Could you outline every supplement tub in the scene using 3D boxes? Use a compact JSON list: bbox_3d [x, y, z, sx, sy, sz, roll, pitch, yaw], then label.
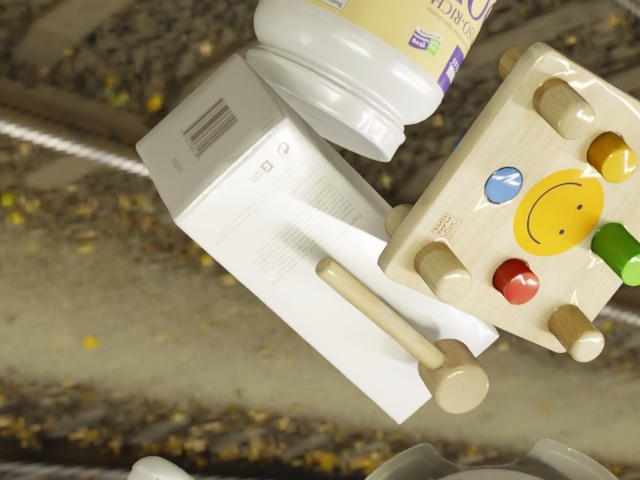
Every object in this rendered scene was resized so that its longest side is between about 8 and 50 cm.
[{"bbox_3d":[0.071,-0.284,1.783,0.241,0.331,0.241,28,176,2],"label":"supplement tub"}]

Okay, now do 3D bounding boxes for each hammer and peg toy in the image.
[{"bbox_3d":[0.179,0.011,1.433,0.266,0.127,0.361,25,109,-35],"label":"hammer and peg toy"}]

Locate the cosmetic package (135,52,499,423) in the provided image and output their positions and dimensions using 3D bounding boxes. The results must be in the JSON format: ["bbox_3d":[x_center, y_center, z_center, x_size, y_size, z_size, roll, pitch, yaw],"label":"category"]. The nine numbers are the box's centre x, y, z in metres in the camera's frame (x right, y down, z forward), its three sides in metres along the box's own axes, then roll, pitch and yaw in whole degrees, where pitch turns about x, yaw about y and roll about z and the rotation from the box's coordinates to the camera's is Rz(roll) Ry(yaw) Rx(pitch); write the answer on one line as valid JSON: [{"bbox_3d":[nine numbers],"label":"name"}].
[{"bbox_3d":[0.000,0.000,1.600,0.155,0.197,0.365,-42,121,4],"label":"cosmetic package"}]

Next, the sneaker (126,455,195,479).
[{"bbox_3d":[-0.090,0.261,0.983,0.126,0.240,0.091,-27,167,-21],"label":"sneaker"}]

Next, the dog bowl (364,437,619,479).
[{"bbox_3d":[0.191,0.370,1.718,0.348,0.349,0.102,-10,128,-6],"label":"dog bowl"}]
